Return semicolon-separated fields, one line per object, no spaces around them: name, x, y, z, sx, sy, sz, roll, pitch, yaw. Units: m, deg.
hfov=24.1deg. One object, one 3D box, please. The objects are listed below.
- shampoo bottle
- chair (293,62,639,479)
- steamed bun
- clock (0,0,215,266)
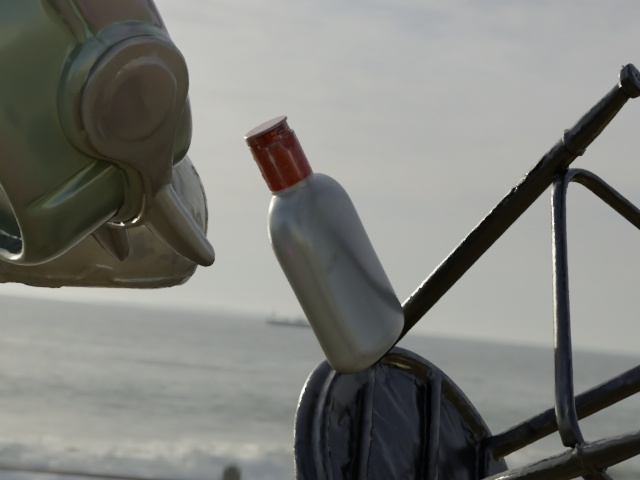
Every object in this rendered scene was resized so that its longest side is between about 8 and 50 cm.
shampoo bottle;0.000;0.000;1.278;0.051;0.221;0.108;-14;19;37
chair;0.218;0.165;1.295;0.410;0.365;0.362;-31;-52;35
steamed bun;-0.170;-0.032;1.052;0.177;0.131;0.228;2;2;-15
clock;-0.179;-0.106;0.748;0.108;0.324;0.265;-42;18;-22
